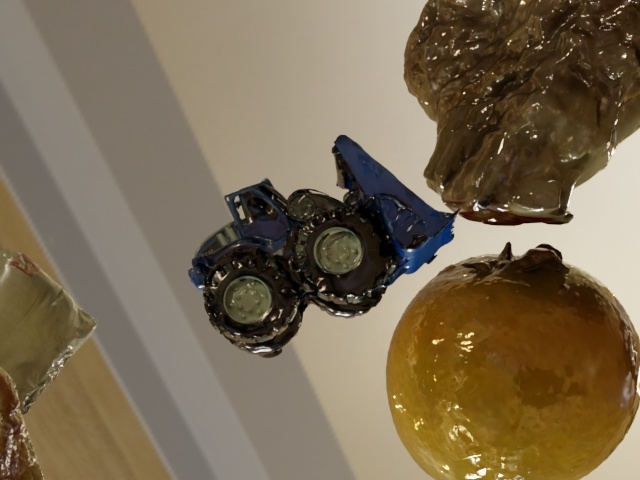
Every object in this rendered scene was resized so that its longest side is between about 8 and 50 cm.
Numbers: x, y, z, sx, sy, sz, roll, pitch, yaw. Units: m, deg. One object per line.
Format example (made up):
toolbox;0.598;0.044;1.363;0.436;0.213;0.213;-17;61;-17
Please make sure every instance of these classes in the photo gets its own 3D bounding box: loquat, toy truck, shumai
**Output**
loquat;0.204;0.131;1.337;0.275;0.275;0.274;-9;-77;-46
toy truck;0.000;0.000;0.995;0.208;0.113;0.126;-23;-101;-2
shumai;0.223;-0.126;1.260;0.217;0.346;0.283;27;-119;-42

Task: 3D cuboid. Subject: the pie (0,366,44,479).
pie;-0.328;0.192;1.099;0.179;0.084;0.205;-19;-83;-34

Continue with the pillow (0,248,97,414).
pillow;-0.323;0.113;1.239;0.128;0.051;0.229;38;-132;-4
